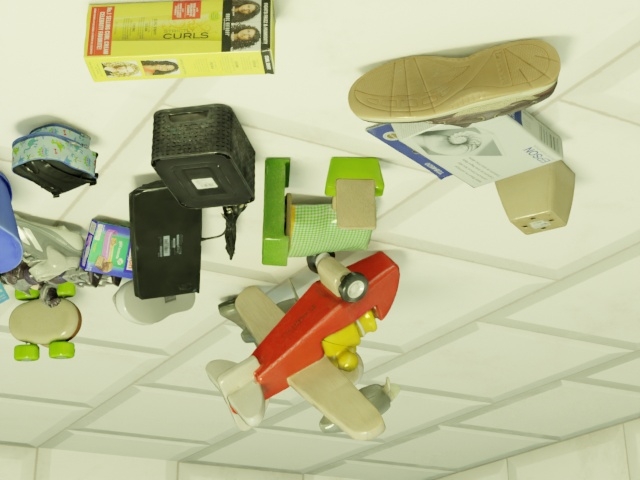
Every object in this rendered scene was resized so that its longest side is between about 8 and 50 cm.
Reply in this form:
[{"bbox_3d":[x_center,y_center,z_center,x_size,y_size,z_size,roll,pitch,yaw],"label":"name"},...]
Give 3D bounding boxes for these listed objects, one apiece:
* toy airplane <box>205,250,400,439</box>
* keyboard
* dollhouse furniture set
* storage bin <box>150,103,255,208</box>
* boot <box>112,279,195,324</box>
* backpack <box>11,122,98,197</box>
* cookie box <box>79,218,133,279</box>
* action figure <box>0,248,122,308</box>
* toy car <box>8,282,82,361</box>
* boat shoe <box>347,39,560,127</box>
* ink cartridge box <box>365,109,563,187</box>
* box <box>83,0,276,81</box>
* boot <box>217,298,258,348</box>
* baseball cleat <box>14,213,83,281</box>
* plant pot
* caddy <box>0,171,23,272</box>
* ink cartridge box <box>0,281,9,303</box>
[{"bbox_3d":[-0.020,0.225,2.127,0.384,0.386,0.272,-14,142,29],"label":"toy airplane"},{"bbox_3d":[-0.231,-0.005,1.938,0.201,0.033,0.317,-7,144,-13],"label":"keyboard"},{"bbox_3d":[0.000,0.000,1.870,0.197,0.151,0.301,0,153,-3],"label":"dollhouse furniture set"},{"bbox_3d":[-0.175,-0.123,1.686,0.122,0.084,0.180,-5,156,10],"label":"storage bin"},{"bbox_3d":[-0.358,0.119,2.173,0.123,0.095,0.258,-7,176,23],"label":"boot"},{"bbox_3d":[-0.404,-0.126,1.669,0.105,0.084,0.114,-15,158,29],"label":"backpack"},{"bbox_3d":[-0.366,0.017,1.997,0.107,0.092,0.040,12,-174,-30],"label":"cookie box"},{"bbox_3d":[-0.523,0.063,2.102,0.285,0.099,0.185,-7,162,22],"label":"action figure"},{"bbox_3d":[-0.546,0.178,2.315,0.149,0.155,0.188,-5,166,10],"label":"toy car"},{"bbox_3d":[0.183,-0.197,1.506,0.285,0.103,0.092,-11,151,10],"label":"boat shoe"},{"bbox_3d":[0.219,-0.145,1.694,0.224,0.045,0.223,-18,152,35],"label":"ink cartridge box"},{"bbox_3d":[-0.172,-0.251,1.386,0.232,0.087,0.058,-1,155,4],"label":"box"},{"bbox_3d":[-0.122,0.223,2.402,0.083,0.161,0.246,-18,151,34],"label":"boot"},{"bbox_3d":[-0.521,0.012,1.958,0.206,0.109,0.072,10,160,-19],"label":"baseball cleat"},{"bbox_3d":[0.350,-0.071,1.810,0.109,0.096,0.109,-14,153,29],"label":"plant pot"},{"bbox_3d":[-0.625,-0.045,1.747,0.241,0.179,0.341,-28,152,6],"label":"caddy"},{"bbox_3d":[-0.659,0.054,2.042,0.104,0.180,0.060,-23,-173,42],"label":"ink cartridge box"}]
